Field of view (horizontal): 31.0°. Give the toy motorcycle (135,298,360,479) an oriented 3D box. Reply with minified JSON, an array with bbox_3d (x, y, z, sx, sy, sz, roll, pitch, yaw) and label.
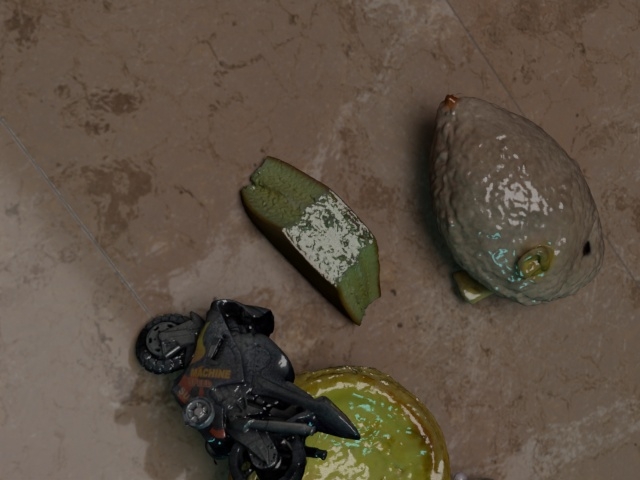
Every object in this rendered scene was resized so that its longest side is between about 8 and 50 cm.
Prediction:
[{"bbox_3d":[-0.095,0.174,1.408,0.173,0.108,0.307,-37,58,-13],"label":"toy motorcycle"}]

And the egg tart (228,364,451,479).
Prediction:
[{"bbox_3d":[0.020,0.314,1.502,0.315,0.120,0.315,3,81,-18],"label":"egg tart"}]

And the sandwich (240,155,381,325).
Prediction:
[{"bbox_3d":[0.000,0.000,1.561,0.258,0.096,0.094,47,71,-10],"label":"sandwich"}]

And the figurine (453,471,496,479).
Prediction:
[{"bbox_3d":[0.230,0.435,1.577,0.162,0.141,0.237,-3,83,-31],"label":"figurine"}]

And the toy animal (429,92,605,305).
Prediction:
[{"bbox_3d":[0.269,-0.050,1.645,0.358,0.188,0.226,50,60,-11],"label":"toy animal"}]
